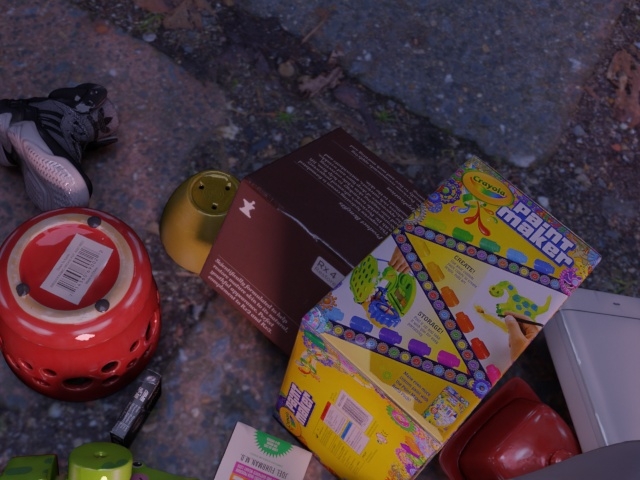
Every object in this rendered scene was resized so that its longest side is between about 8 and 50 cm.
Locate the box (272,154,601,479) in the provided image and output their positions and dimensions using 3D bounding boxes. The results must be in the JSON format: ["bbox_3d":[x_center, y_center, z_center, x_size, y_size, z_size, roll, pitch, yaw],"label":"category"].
[{"bbox_3d":[0.115,0.114,0.993,0.177,0.290,0.279,41,62,14],"label":"box"}]

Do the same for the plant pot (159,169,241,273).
[{"bbox_3d":[-0.136,-0.037,1.142,0.134,0.095,0.134,5,61,-8],"label":"plant pot"}]

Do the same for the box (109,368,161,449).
[{"bbox_3d":[-0.209,0.195,1.019,0.018,0.067,0.083,26,60,4],"label":"box"}]

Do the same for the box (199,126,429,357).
[{"bbox_3d":[0.000,0.000,1.068,0.168,0.167,0.203,41,40,14],"label":"box"}]

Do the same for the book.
[{"bbox_3d":[-0.078,0.290,1.014,0.096,0.035,0.144,23,59,-2],"label":"book"}]

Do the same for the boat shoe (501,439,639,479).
[{"bbox_3d":[0.210,0.333,0.936,0.367,0.136,0.156,-23,101,18],"label":"boat shoe"}]

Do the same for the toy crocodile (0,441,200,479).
[{"bbox_3d":[-0.295,0.266,0.944,0.340,0.105,0.115,3,103,-4],"label":"toy crocodile"}]

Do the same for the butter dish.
[{"bbox_3d":[0.246,0.256,1.022,0.160,0.118,0.160,-38,94,-26],"label":"butter dish"}]

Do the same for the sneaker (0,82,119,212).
[{"bbox_3d":[-0.311,-0.126,1.118,0.153,0.101,0.268,-24,39,-28],"label":"sneaker"}]

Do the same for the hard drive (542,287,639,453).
[{"bbox_3d":[0.388,0.229,1.065,0.233,0.047,0.353,10,56,-37],"label":"hard drive"}]

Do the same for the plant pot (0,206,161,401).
[{"bbox_3d":[-0.279,0.066,1.019,0.191,0.174,0.191,3,60,-6],"label":"plant pot"}]
